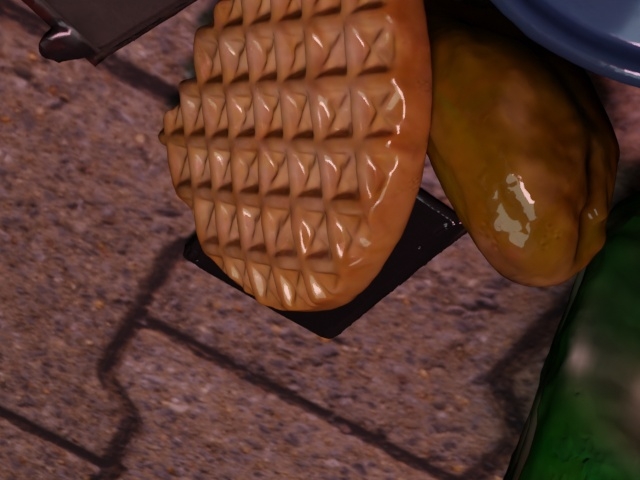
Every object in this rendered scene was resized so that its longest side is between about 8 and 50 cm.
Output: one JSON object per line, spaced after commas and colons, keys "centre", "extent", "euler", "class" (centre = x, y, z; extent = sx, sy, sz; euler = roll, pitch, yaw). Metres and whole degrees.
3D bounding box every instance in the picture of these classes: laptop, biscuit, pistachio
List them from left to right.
{"centre": [-0.016, -0.063, 1.073], "extent": [0.040, 0.204, 0.309], "euler": [-10, 157, -30], "class": "biscuit"}
{"centre": [0.000, 0.000, 1.261], "extent": [0.135, 0.016, 0.197], "euler": [32, 142, -12], "class": "laptop"}
{"centre": [0.104, -0.068, 1.019], "extent": [0.100, 0.189, 0.110], "euler": [-28, 160, 13], "class": "pistachio"}

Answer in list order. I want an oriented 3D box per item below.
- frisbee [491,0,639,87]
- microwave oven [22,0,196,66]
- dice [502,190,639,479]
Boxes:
{"centre": [0.200, -0.182, 0.904], "extent": [0.290, 0.049, 0.289], "euler": [10, 142, 8], "class": "frisbee"}
{"centre": [-0.080, -0.232, 0.897], "extent": [0.188, 0.178, 0.247], "euler": [41, 139, -24], "class": "microwave oven"}
{"centre": [0.258, 0.159, 1.080], "extent": [0.297, 0.300, 0.287], "euler": [18, 140, 9], "class": "dice"}
